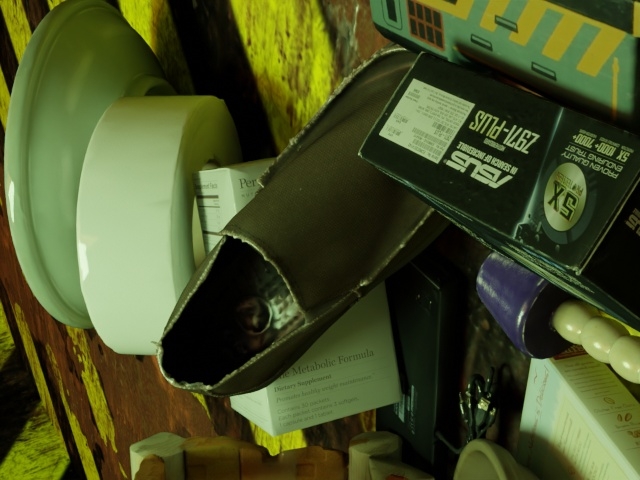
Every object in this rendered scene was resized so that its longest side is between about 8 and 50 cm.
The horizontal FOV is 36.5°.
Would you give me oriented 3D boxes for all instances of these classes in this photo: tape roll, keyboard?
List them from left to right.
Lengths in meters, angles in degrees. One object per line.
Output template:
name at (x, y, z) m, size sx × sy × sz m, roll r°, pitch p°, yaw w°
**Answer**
tape roll at (-0.161, -0.017, 1.051) m, size 0.286 × 0.100 × 0.286 m, roll 1°, pitch -90°, yaw -79°
keyboard at (0.106, 0.165, 0.903) m, size 0.201 × 0.033 × 0.317 m, roll -133°, pitch 35°, yaw -52°

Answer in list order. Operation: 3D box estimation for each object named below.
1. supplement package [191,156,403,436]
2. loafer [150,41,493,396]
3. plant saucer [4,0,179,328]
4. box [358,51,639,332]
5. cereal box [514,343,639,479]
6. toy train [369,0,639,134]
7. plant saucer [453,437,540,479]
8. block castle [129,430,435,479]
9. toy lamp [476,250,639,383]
supplement package at (-0.026, 0.041, 0.928) m, size 0.134 × 0.139 × 0.244 m, roll -174°, pitch 73°, yaw -68°
loafer at (0.000, 0.000, 0.744) m, size 0.134 × 0.130 × 0.366 m, roll 39°, pitch 110°, yaw 8°
plant saucer at (-0.237, -0.091, 1.176) m, size 0.400 × 0.101 × 0.400 m, roll 3°, pitch -90°, yaw -77°
box at (0.136, -0.023, 0.573) m, size 0.180 × 0.147 × 0.077 m, roll 34°, pitch 93°, yaw 45°
cereal box at (0.205, 0.203, 0.658) m, size 0.240 × 0.047 × 0.173 m, roll -117°, pitch 24°, yaw -54°
toy train at (0.136, -0.167, 0.544) m, size 0.334 × 0.142 × 0.190 m, roll 38°, pitch 150°, yaw 45°
plant saucer at (0.136, 0.285, 0.705) m, size 0.278 × 0.041 × 0.277 m, roll 180°, pitch 90°, yaw -86°
block castle at (-0.039, 0.346, 0.791) m, size 0.453 × 0.303 × 0.212 m, roll -100°, pitch 9°, yaw -74°
toy lamp at (0.203, 0.080, 0.613) m, size 0.275 × 0.080 × 0.080 m, roll 38°, pitch 138°, yaw 49°
